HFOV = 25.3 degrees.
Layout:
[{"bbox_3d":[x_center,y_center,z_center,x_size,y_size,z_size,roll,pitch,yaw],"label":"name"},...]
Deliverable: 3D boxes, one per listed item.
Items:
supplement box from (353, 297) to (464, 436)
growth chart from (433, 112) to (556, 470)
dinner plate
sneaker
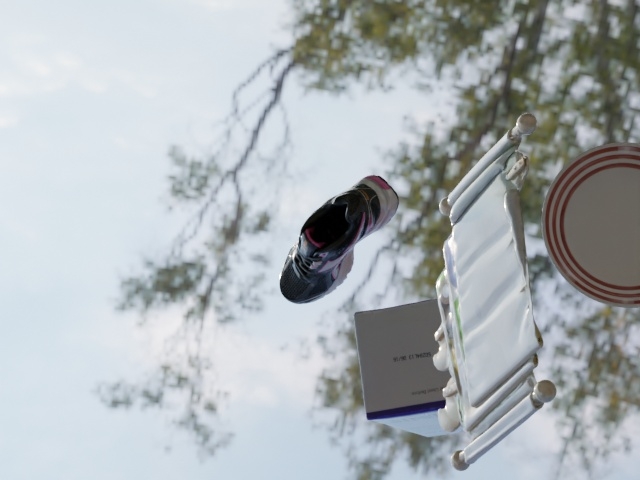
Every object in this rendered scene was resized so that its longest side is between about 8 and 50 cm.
[{"bbox_3d":[0.125,0.134,1.466,0.111,0.114,0.220,-12,163,17],"label":"supplement box"},{"bbox_3d":[0.125,0.044,1.078,0.021,0.172,0.237,6,-113,-20],"label":"growth chart"},{"bbox_3d":[0.254,-0.012,1.185,0.141,0.141,0.017,12,166,4],"label":"dinner plate"},{"bbox_3d":[0.000,0.000,1.478,0.072,0.178,0.077,48,-144,19],"label":"sneaker"}]
